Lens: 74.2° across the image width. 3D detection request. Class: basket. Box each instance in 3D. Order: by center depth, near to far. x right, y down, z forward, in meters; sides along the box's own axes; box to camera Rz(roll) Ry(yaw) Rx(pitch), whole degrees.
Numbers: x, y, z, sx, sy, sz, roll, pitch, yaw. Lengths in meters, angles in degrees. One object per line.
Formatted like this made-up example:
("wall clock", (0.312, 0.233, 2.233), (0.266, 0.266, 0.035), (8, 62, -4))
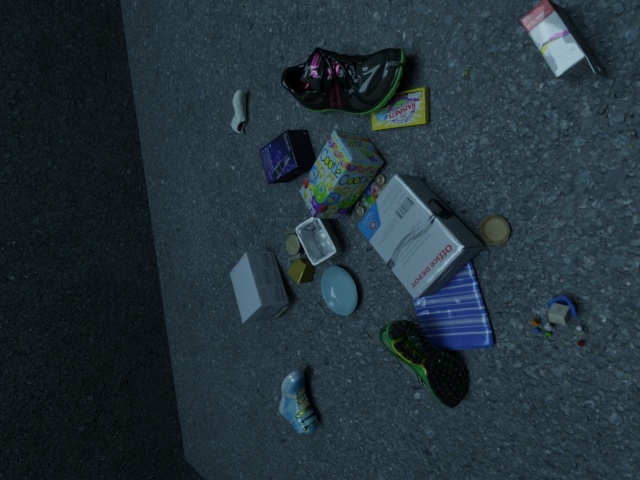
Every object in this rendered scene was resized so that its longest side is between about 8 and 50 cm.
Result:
("basket", (0.000, 0.000, 1.607), (0.113, 0.103, 0.167), (-32, 77, 20))

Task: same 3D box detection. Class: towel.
("towel", (0.382, 0.176, 1.313), (0.243, 0.040, 0.336), (-18, 87, 47))

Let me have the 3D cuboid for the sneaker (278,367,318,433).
("sneaker", (-0.079, 0.732, 1.895), (0.208, 0.127, 0.319), (40, 136, 36))

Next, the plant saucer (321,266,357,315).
("plant saucer", (0.081, 0.191, 1.640), (0.195, 0.037, 0.195), (14, 110, 43))

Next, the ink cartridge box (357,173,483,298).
("ink cartridge box", (0.287, -0.015, 1.266), (0.307, 0.129, 0.223), (55, 128, 29))

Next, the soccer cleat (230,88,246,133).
("soccer cleat", (-0.355, -0.573, 1.889), (0.076, 0.068, 0.196), (41, 135, 26))

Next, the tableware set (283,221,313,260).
("tableware set", (-0.069, 0.005, 1.753), (0.194, 0.039, 0.128), (-20, 74, 42))

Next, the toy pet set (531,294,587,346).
("toy pet set", (0.608, 0.195, 1.077), (0.122, 0.065, 0.114), (14, 145, 47))

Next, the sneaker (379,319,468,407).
("sneaker", (0.326, 0.379, 1.333), (0.343, 0.134, 0.146), (49, 162, -3))

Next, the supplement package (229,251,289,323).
("supplement package", (-0.283, 0.212, 1.921), (0.204, 0.145, 0.262), (-46, 55, 43))

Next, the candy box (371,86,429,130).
("candy box", (0.243, -0.405, 1.315), (0.206, 0.027, 0.105), (6, 107, 46))

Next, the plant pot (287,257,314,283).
("plant pot", (-0.074, 0.120, 1.760), (0.081, 0.081, 0.083), (39, 116, 34))

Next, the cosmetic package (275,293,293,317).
("cosmetic package", (-0.176, 0.301, 1.942), (0.060, 0.041, 0.115), (59, 135, 19))

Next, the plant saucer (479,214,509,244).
("plant saucer", (0.482, -0.029, 1.167), (0.083, 0.015, 0.083), (16, 112, 45))

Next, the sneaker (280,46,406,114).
("sneaker", (0.052, -0.508, 1.346), (0.482, 0.202, 0.185), (6, 86, 45))

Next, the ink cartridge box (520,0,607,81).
("ink cartridge box", (0.536, -0.421, 0.931), (0.067, 0.115, 0.198), (-37, 73, 44))

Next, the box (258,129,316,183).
("box", (-0.131, -0.329, 1.677), (0.207, 0.108, 0.153), (-22, 84, 48))

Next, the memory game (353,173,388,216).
("memory game", (0.174, -0.153, 1.467), (0.186, 0.012, 0.186), (15, 110, 44))

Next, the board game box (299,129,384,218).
("board game box", (0.065, -0.217, 1.453), (0.275, 0.144, 0.142), (-56, 49, 40))
